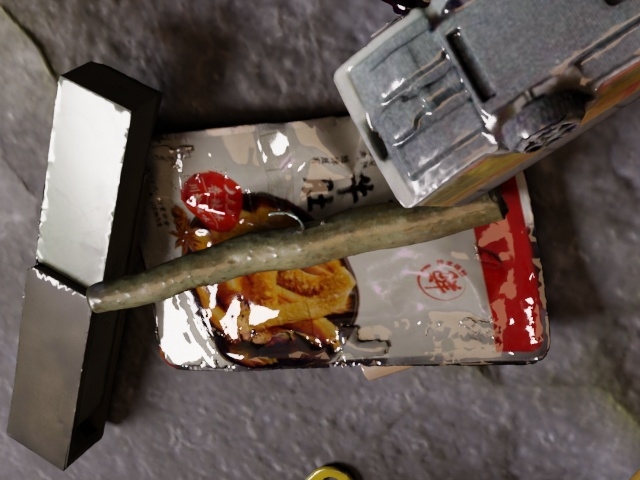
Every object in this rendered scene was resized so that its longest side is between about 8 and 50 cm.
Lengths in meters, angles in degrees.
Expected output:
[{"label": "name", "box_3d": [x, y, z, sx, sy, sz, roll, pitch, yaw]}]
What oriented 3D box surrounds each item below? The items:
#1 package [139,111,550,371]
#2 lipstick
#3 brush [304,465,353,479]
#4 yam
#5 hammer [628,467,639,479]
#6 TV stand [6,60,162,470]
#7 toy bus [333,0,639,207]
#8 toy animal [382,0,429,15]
[{"label": "package", "box_3d": [0.000, 0.000, 0.701, 0.239, 0.030, 0.154, -5, 112, 20]}, {"label": "lipstick", "box_3d": [0.065, 0.057, 0.715, 0.094, 0.019, 0.019, -23, 107, 25]}, {"label": "brush", "box_3d": [-0.044, 0.207, 0.828, 0.083, 0.011, 0.205, 40, 119, -4]}, {"label": "yam", "box_3d": [-0.018, 0.003, 0.667, 0.234, 0.027, 0.029, -13, 141, 14]}, {"label": "hammer", "box_3d": [0.182, 0.147, 0.721, 0.078, 0.021, 0.201, 38, 121, -4]}, {"label": "TV stand", "box_3d": [-0.138, 0.022, 0.734, 0.049, 0.040, 0.256, 27, 125, 17]}, {"label": "toy bus", "box_3d": [0.137, -0.109, 0.549, 0.268, 0.106, 0.092, -33, 76, 23]}, {"label": "toy animal", "box_3d": [0.017, -0.247, 0.540, 0.195, 0.090, 0.324, -13, 109, 32]}]
